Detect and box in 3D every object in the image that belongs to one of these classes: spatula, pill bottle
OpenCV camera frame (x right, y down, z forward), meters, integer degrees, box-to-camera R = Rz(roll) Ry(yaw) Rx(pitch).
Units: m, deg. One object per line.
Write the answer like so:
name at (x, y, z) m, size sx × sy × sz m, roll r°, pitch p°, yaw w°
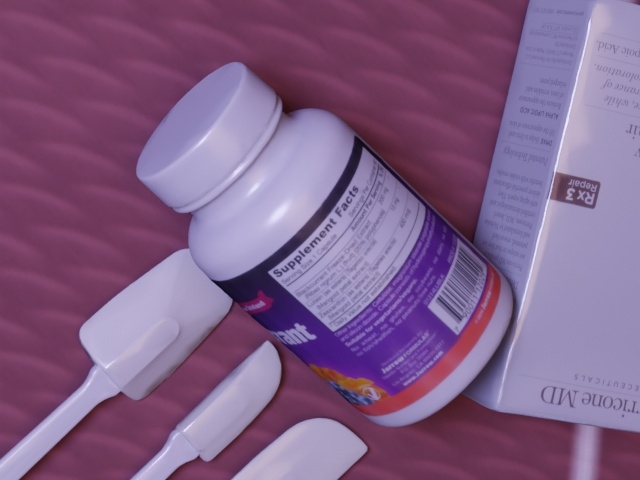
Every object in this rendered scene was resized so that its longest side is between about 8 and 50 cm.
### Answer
spatula at (-0.109, 0.138, 1.067) m, size 0.242 × 0.019 × 0.168 m, roll -42°, pitch 115°, yaw -9°
pill bottle at (0.000, 0.000, 1.035) m, size 0.193 × 0.108 × 0.108 m, roll 43°, pitch 83°, yaw -20°

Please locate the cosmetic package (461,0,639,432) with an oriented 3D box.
cosmetic package at (0.156, -0.014, 1.105) m, size 0.117 × 0.085 × 0.231 m, roll 10°, pitch 94°, yaw -21°
